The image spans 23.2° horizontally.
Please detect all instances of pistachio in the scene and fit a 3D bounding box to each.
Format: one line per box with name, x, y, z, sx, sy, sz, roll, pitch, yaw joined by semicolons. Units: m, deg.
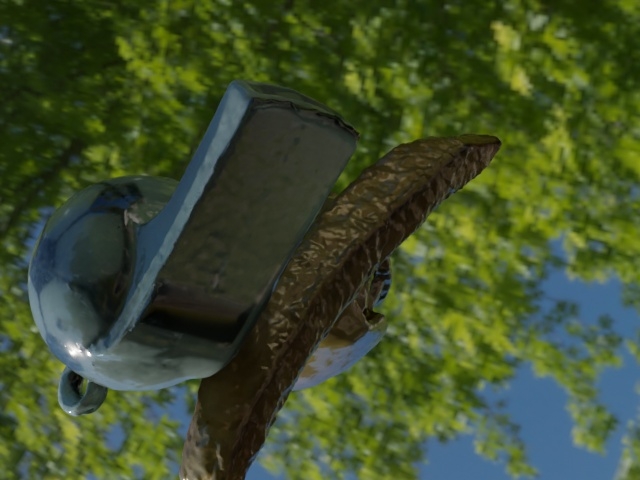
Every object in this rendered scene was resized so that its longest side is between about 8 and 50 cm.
pistachio;-0.029;0.049;1.495;0.197;0.288;0.166;4;-112;-3

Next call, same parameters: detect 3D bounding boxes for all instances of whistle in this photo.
whistle;-0.107;0.001;1.062;0.163;0.163;0.289;16;-68;-42

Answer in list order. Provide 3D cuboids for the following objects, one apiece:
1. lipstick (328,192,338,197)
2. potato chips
lipstick;0.000;0.000;1.701;0.045;0.045;0.145;51;-157;-14
potato chips;0.013;0.026;1.162;0.407;0.057;0.080;-51;-40;-31
